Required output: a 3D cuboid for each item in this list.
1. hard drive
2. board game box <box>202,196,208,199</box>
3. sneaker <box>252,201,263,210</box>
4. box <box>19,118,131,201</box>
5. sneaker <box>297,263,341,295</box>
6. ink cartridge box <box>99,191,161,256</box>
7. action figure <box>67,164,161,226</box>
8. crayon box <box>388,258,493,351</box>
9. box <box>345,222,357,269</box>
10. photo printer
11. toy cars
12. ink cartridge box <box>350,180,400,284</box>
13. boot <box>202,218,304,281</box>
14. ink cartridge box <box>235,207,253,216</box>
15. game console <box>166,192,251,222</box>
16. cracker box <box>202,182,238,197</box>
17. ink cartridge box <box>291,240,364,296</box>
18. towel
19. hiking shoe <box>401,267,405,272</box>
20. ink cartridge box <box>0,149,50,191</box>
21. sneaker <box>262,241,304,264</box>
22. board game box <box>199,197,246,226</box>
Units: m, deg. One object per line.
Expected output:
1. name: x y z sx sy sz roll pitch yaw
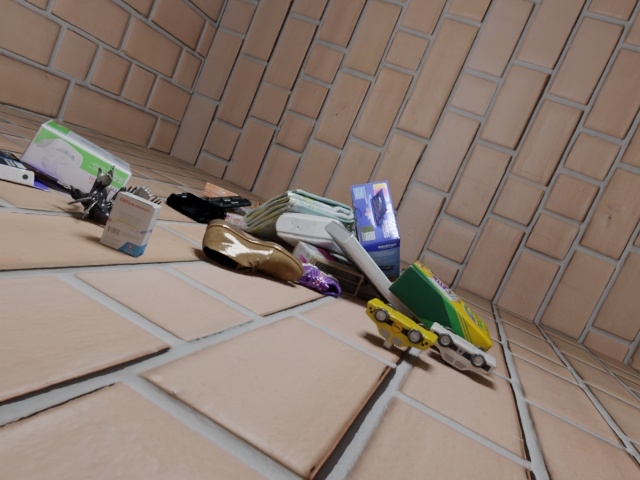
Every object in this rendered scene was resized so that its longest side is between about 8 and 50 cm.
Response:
1. hard drive: 0.159 0.097 1.602 0.353 0.047 0.233 50 -2 -19
2. board game box: -0.508 -0.173 2.267 0.090 0.019 0.090 20 5 -28
3. sneaker: -0.214 -0.099 2.255 0.290 0.123 0.106 28 6 28
4. box: -0.720 -0.231 1.437 0.262 0.126 0.231 32 1 -27
5. sneaker: -0.006 0.122 1.458 0.170 0.068 0.071 21 13 -24
6. ink cartridge box: -0.420 -0.038 1.070 0.089 0.122 0.052 23 7 -4
7. action figure: -0.530 -0.115 1.253 0.164 0.140 0.276 35 6 2
8. crayon box: 0.381 0.208 1.518 0.313 0.106 0.363 44 11 10
9. box: 0.147 0.013 2.175 0.270 0.216 0.060 21 6 -8
10. photo printer: 0.000 0.000 1.872 0.256 0.106 0.307 9 -16 24
11. toy cars: 0.276 0.264 1.235 0.394 0.087 0.176 24 11 -23
12. ink cartridge box: 0.207 -0.036 1.812 0.151 0.269 0.395 -10 -31 5
13. boot: -0.188 0.059 1.342 0.306 0.112 0.115 26 36 -17
14. ink cartridge box: -0.322 -0.102 2.164 0.104 0.060 0.180 21 7 -21
15. game console: -0.414 -0.139 1.916 0.213 0.043 0.361 27 22 29
16. cracker box: -0.480 -0.212 2.350 0.156 0.067 0.232 23 -3 -5
17. ink cartridge box: 0.018 0.094 1.663 0.194 0.088 0.235 22 8 -20
18. towel: -0.086 -0.085 1.980 0.321 0.090 0.375 -24 -29 39
19. hiking shoe: 0.431 0.220 1.856 0.304 0.131 0.113 22 7 -14
20. ink cartridge box: -0.848 -0.203 1.280 0.206 0.045 0.208 29 7 39
21. sneaker: -0.137 0.055 1.539 0.189 0.066 0.071 24 12 17
22. board game box: -0.422 -0.120 2.037 0.194 0.045 0.147 27 8 30
